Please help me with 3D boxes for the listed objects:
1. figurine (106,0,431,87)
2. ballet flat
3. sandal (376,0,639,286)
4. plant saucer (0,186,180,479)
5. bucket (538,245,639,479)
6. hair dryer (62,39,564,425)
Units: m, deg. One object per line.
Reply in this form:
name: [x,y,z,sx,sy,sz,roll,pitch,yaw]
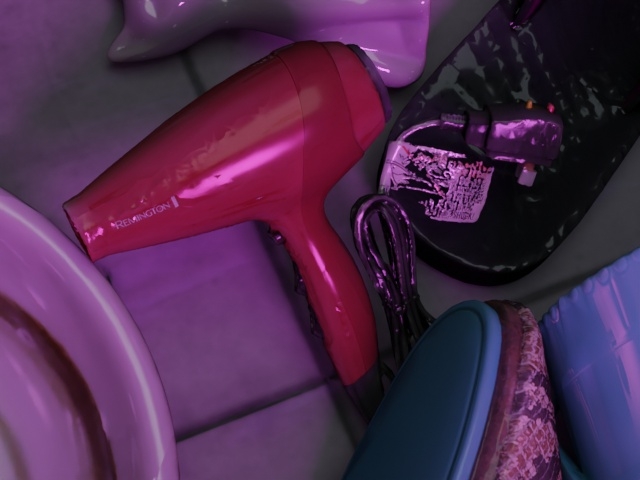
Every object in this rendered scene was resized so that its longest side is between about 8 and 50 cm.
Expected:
figurine: [-0.037,-0.204,1.205,0.209,0.092,0.215,0,71,0]
ballet flat: [0.032,0.272,1.017,0.182,0.164,0.483,36,73,-18]
sandal: [0.198,-0.166,1.207,0.167,0.107,0.446,31,70,3]
plant saucer: [-0.279,0.144,1.025,0.400,0.100,0.401,3,69,-8]
bucket: [0.260,0.089,1.044,0.281,0.281,0.183,-17,72,-14]
hair dryer: [0.000,0.000,1.069,0.293,0.080,0.224,12,91,-17]
